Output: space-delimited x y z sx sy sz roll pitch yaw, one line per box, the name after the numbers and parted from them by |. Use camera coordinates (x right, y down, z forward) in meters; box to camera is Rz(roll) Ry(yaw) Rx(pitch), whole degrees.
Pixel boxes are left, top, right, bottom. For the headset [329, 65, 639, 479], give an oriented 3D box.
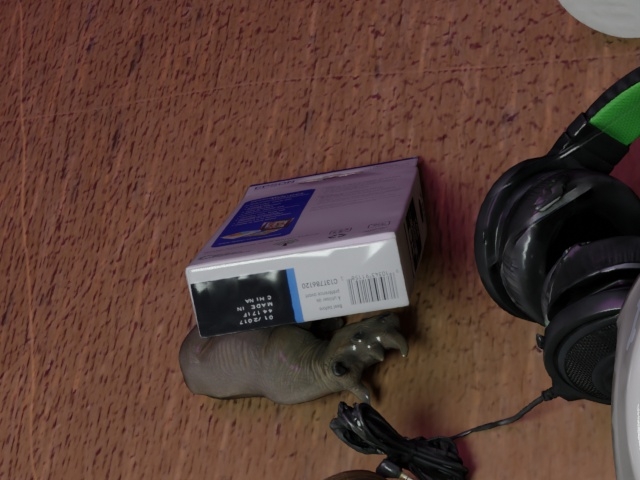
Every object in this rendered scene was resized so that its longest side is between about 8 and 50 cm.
0.181 0.024 1.400 0.394 0.185 0.243 -54 30 15 | headset

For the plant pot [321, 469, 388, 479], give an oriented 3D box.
0.056 0.269 1.326 0.165 0.167 0.167 27 73 39 | plant pot

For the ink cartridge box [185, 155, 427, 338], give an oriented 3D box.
0.000 0.000 1.566 0.165 0.065 0.332 -10 12 9 | ink cartridge box

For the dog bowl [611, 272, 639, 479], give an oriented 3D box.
0.337 0.105 1.142 0.349 0.102 0.348 -1 82 9 | dog bowl

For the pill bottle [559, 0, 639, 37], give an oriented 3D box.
0.290 -0.291 1.661 0.121 0.121 0.221 6 59 41 | pill bottle

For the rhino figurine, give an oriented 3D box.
-0.021 0.092 1.595 0.243 0.073 0.106 1 49 41 | rhino figurine
